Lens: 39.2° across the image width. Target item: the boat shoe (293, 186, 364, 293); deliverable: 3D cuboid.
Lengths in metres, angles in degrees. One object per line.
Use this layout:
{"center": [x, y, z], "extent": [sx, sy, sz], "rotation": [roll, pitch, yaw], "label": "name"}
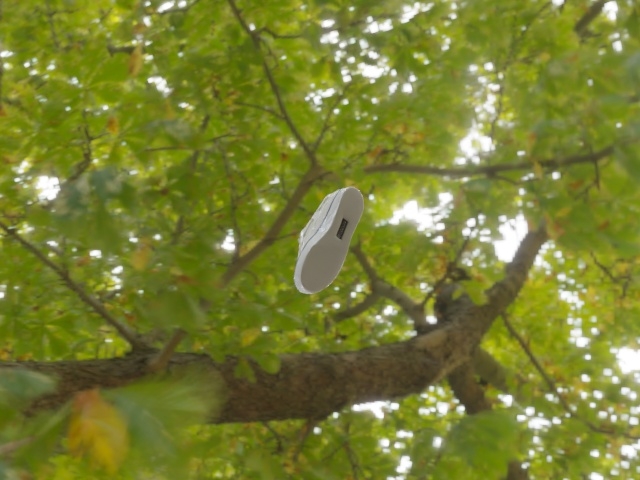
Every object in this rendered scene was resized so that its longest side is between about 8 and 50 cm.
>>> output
{"center": [0.000, 0.000, 0.710], "extent": [0.035, 0.035, 0.100], "rotation": [42, -121, -31], "label": "boat shoe"}
